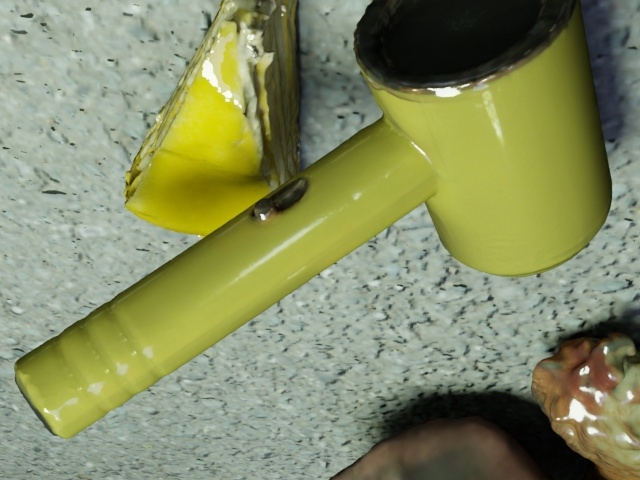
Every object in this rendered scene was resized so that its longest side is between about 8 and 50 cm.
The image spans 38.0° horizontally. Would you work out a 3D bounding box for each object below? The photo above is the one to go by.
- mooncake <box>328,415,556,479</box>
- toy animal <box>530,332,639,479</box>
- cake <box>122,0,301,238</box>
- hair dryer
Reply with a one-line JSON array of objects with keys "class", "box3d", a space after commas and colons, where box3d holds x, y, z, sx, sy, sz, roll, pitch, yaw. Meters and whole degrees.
[{"class": "mooncake", "box3d": [0.143, 0.276, 0.651, 0.174, 0.326, 0.334, -30, 96, 2]}, {"class": "toy animal", "box3d": [0.235, 0.157, 0.660, 0.158, 0.097, 0.312, 8, 146, 22]}, {"class": "cake", "box3d": [-0.030, -0.043, 0.461, 0.116, 0.079, 0.185, 29, 134, -19]}, {"class": "hair dryer", "box3d": [0.000, 0.000, 0.410, 0.279, 0.090, 0.135, -33, 136, -4]}]
